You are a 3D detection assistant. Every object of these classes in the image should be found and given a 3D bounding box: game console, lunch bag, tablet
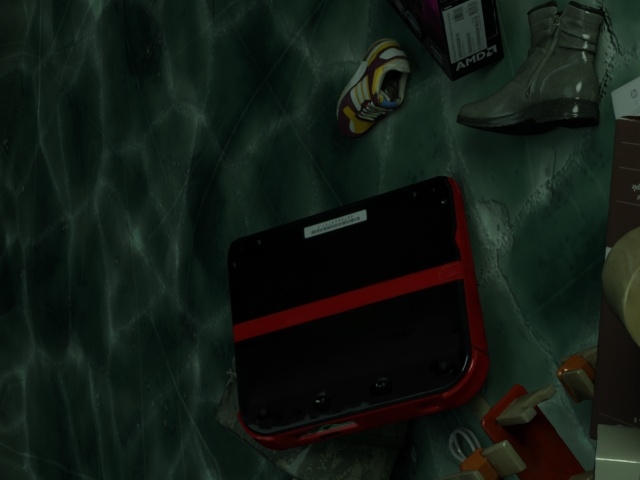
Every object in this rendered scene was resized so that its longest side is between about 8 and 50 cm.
[{"bbox_3d":[0.045,0.108,2.100,0.387,0.060,0.341,-17,61,21],"label":"game console"},{"bbox_3d":[0.000,0.223,2.268,0.305,0.213,0.256,27,97,54],"label":"lunch bag"},{"bbox_3d":[0.388,-0.171,1.775,0.083,0.006,0.054,-29,66,56],"label":"tablet"}]

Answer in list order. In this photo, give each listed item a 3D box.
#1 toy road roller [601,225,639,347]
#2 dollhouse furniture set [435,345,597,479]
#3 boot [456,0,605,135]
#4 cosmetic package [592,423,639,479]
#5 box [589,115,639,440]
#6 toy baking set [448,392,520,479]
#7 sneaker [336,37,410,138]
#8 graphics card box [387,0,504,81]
[{"bbox_3d":[0.461,0.057,1.385,0.240,0.330,0.202,-55,5,9],"label":"toy road roller"},{"bbox_3d":[0.291,0.296,1.745,0.259,0.262,0.135,54,149,-4],"label":"dollhouse furniture set"},{"bbox_3d":[0.281,-0.225,1.900,0.246,0.083,0.161,-2,83,54],"label":"boot"},{"bbox_3d":[0.420,0.284,1.455,0.129,0.296,0.153,-32,-56,-76],"label":"cosmetic package"},{"bbox_3d":[0.420,0.056,1.606,0.191,0.143,0.381,15,106,58],"label":"box"},{"bbox_3d":[0.237,0.348,2.029,0.197,0.030,0.256,11,101,59],"label":"toy baking set"},{"bbox_3d":[0.081,-0.217,2.227,0.185,0.070,0.084,-66,34,37],"label":"sneaker"},{"bbox_3d":[0.137,-0.420,1.930,0.232,0.094,0.371,58,172,39],"label":"graphics card box"}]
